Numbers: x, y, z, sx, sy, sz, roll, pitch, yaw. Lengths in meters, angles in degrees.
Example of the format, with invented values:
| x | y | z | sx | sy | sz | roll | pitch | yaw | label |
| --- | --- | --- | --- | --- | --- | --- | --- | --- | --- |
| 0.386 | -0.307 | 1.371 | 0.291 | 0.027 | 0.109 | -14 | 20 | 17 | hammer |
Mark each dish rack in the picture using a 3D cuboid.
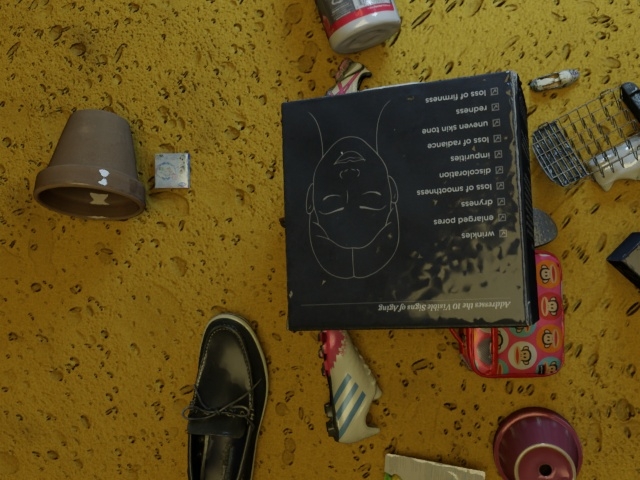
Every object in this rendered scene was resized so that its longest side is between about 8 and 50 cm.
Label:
| x | y | z | sx | sy | sz | roll | pitch | yaw | label |
| --- | --- | --- | --- | --- | --- | --- | --- | --- | --- |
| 0.621 | -0.225 | 1.577 | 0.272 | 0.074 | 0.208 | -28 | 49 | 16 | dish rack |

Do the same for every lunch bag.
| x | y | z | sx | sy | sz | roll | pitch | yaw | label |
| --- | --- | --- | --- | --- | --- | --- | --- | --- | --- |
| 0.414 | 0.164 | 1.613 | 0.258 | 0.120 | 0.293 | -1 | 87 | -3 | lunch bag |

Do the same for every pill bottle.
| x | y | z | sx | sy | sz | roll | pitch | yaw | label |
| --- | --- | --- | --- | --- | --- | --- | --- | --- | --- |
| 0.058 | -0.619 | 1.662 | 0.176 | 0.176 | 0.318 | -19 | 87 | 10 | pill bottle |

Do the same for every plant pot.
| x | y | z | sx | sy | sz | roll | pitch | yaw | label |
| --- | --- | --- | --- | --- | --- | --- | --- | --- | --- |
| -0.560 | -0.195 | 1.761 | 0.263 | 0.263 | 0.229 | 0 | 74 | 10 | plant pot |
| 0.494 | 0.494 | 1.594 | 0.201 | 0.180 | 0.201 | 0 | 91 | 11 | plant pot |

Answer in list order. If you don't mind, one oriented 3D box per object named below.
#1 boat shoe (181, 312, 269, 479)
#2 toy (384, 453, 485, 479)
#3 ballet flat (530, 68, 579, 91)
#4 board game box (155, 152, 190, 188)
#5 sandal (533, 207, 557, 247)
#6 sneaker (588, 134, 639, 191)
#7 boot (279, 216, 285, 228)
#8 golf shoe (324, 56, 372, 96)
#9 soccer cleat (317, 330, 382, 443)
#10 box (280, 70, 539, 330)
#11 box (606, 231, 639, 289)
| x | y | z | sx | sy | sz | roll | pitch | yaw | label |
| --- | --- | --- | --- | --- | --- | --- | --- | --- | --- |
| -0.237 | 0.431 | 1.739 | 0.187 | 0.156 | 0.499 | 4 | 90 | 12 | boat shoe |
| 0.271 | 0.591 | 1.698 | 0.237 | 0.056 | 0.136 | 5 | 95 | 15 | toy |
| 0.547 | -0.372 | 1.646 | 0.114 | 0.041 | 0.041 | -15 | 88 | 10 | ballet flat |
| -0.382 | -0.179 | 1.825 | 0.090 | 0.020 | 0.090 | 1 | 90 | 10 | board game box |
| 0.426 | -0.024 | 1.672 | 0.255 | 0.054 | 0.097 | -4 | 83 | 20 | sandal |
| 0.726 | -0.185 | 1.607 | 0.212 | 0.080 | 0.094 | -26 | 99 | 15 | sneaker |
| 0.000 | 0.000 | 1.728 | 0.219 | 0.082 | 0.106 | 8 | 89 | 8 | boot |
| 0.056 | -0.347 | 1.721 | 0.086 | 0.067 | 0.186 | 27 | 95 | 7 | golf shoe |
| 0.074 | 0.323 | 1.715 | 0.143 | 0.116 | 0.331 | -5 | 92 | -6 | soccer cleat |
| 0.189 | -0.055 | 1.468 | 0.480 | 0.297 | 0.471 | -3 | 84 | 20 | box |
| 0.734 | 0.064 | 1.558 | 0.158 | 0.156 | 0.093 | 43 | 97 | 7 | box |
